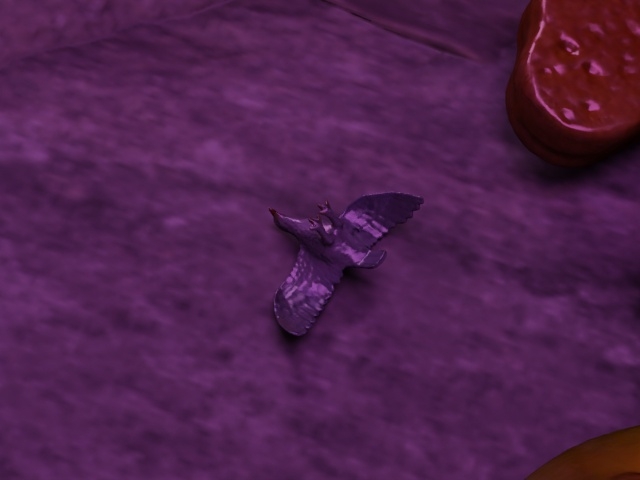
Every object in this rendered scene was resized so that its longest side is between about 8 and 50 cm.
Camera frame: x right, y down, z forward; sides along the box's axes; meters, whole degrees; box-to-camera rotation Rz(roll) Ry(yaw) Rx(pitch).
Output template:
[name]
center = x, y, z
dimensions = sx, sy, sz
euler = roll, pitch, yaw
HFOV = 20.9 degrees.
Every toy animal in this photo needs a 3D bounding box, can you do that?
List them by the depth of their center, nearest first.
[toy animal]
center = 0.000, -0.001, 0.692
dimensions = 0.050, 0.028, 0.084
euler = 42, 62, 6

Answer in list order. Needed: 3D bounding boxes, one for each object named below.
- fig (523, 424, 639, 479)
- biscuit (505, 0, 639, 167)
[fig]
center = 0.120, 0.130, 0.590
dimensions = 0.153, 0.121, 0.136
euler = 11, 51, -29
[biscuit]
center = 0.239, -0.086, 0.766
dimensions = 0.334, 0.047, 0.202
euler = -33, 75, -21
